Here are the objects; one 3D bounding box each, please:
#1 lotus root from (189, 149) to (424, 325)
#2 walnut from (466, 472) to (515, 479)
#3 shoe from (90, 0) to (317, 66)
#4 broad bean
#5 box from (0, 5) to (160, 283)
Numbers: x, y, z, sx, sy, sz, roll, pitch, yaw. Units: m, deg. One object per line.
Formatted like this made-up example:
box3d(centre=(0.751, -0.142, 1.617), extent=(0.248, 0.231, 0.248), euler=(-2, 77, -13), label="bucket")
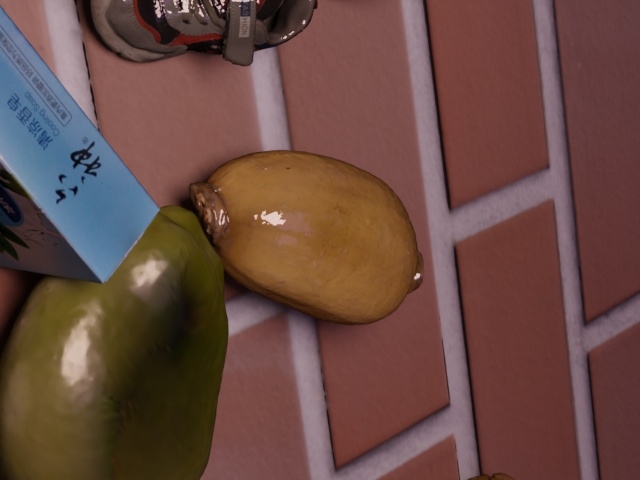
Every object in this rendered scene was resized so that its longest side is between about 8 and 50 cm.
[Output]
box3d(centre=(0.002, -0.003, 1.413), extent=(0.303, 0.131, 0.146), euler=(21, 75, -49), label="lotus root")
box3d(centre=(0.189, 0.303, 1.695), extent=(0.079, 0.082, 0.096), euler=(-9, 97, -14), label="walnut")
box3d(centre=(-0.084, -0.198, 1.308), extent=(0.227, 0.125, 0.099), euler=(-7, 103, -48), label="shoe")
box3d(centre=(-0.166, 0.110, 1.262), extent=(0.238, 0.119, 0.291), euler=(12, 88, -56), label="broad bean")
box3d(centre=(-0.243, -0.075, 1.137), extent=(0.083, 0.143, 0.232), euler=(-57, 131, -25), label="box")
